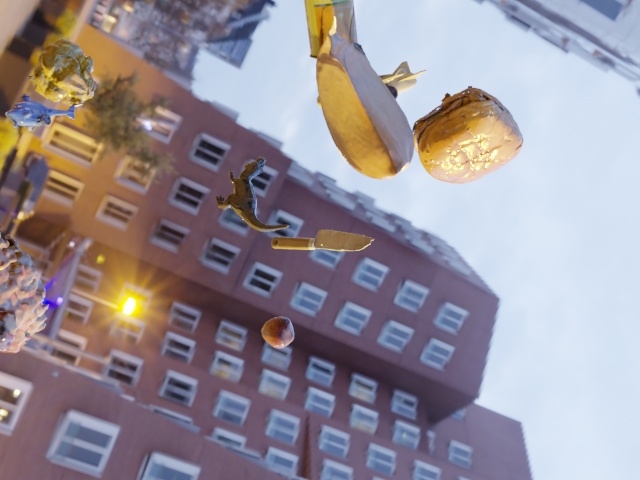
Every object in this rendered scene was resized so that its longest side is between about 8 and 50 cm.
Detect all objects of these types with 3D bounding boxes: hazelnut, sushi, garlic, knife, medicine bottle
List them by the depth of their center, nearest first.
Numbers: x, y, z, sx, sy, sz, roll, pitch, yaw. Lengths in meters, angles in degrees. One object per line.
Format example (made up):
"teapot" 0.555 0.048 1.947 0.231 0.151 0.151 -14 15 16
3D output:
"sushi" -0.694 0.036 1.621 0.176 0.417 0.417 -38 177 -40
"garlic" 0.082 -0.285 1.707 0.151 0.338 0.196 -26 -163 -9
"knife" -0.002 -0.001 1.851 0.298 0.017 0.047 3 -104 46
"medicine bottle" 0.021 -0.541 2.003 0.124 0.124 0.239 -113 -164 -66
"hazelnut" -0.102 0.220 2.089 0.086 0.086 0.086 -53 -158 33

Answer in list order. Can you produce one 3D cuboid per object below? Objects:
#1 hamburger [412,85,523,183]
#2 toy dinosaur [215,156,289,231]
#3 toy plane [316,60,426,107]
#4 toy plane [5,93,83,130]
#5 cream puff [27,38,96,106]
"hamburger" 0.416 -0.292 2.517 0.318 0.319 0.158 -49 -143 40
"toy dinosaur" -0.153 -0.113 2.022 0.179 0.087 0.187 -3 -102 45
"toy plane" 0.111 -0.332 1.950 0.229 0.244 0.092 153 -85 -81
"toy plane" -0.501 -0.234 1.579 0.054 0.167 0.062 -9 -87 32
"cream puff" -0.593 -0.391 2.059 0.121 0.156 0.156 -21 -132 68
